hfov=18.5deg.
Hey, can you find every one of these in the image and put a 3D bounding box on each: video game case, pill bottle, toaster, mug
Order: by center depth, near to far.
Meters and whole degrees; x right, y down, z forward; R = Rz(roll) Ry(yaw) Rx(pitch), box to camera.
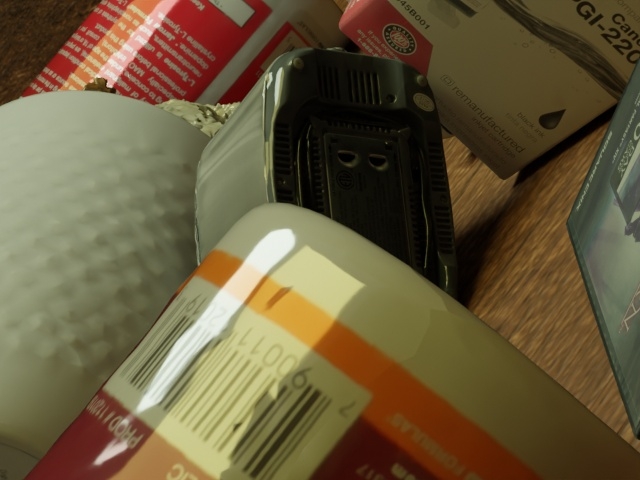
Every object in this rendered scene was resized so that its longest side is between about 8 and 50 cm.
[{"bbox_3d":[-0.057,0.200,0.720,0.392,0.224,0.224,-51,13,-6],"label":"pill bottle"},{"bbox_3d":[0.177,-0.044,0.929,0.274,0.026,0.196,-86,17,-70],"label":"video game case"},{"bbox_3d":[0.000,0.000,1.238,0.146,0.129,0.227,-37,54,55],"label":"toaster"},{"bbox_3d":[-0.196,0.131,1.375,0.328,0.276,0.374,-76,-1,-57],"label":"mug"},{"bbox_3d":[-0.176,-0.135,2.050,0.407,0.229,0.229,-50,13,-4],"label":"pill bottle"}]

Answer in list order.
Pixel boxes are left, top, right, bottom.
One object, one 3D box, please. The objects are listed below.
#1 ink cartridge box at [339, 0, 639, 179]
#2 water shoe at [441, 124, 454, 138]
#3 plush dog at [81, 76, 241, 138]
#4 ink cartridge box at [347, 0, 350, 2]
[{"bbox_3d":[0.142,-0.158,1.220,0.218,0.158,0.092,-37,16,43],"label":"ink cartridge box"},{"bbox_3d":[0.141,-0.145,1.435,0.080,0.073,0.203,-1,44,37],"label":"water shoe"},{"bbox_3d":[-0.107,-0.053,1.752,0.262,0.210,0.225,-44,-12,16],"label":"plush dog"},{"bbox_3d":[0.181,-0.369,1.685,0.384,0.160,0.279,-55,14,-23],"label":"ink cartridge box"}]
